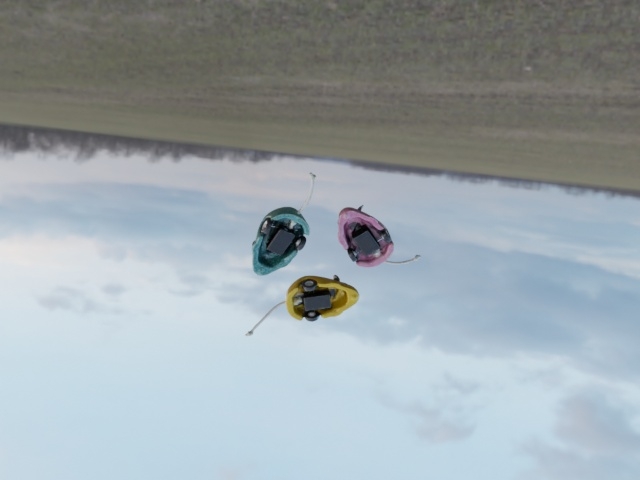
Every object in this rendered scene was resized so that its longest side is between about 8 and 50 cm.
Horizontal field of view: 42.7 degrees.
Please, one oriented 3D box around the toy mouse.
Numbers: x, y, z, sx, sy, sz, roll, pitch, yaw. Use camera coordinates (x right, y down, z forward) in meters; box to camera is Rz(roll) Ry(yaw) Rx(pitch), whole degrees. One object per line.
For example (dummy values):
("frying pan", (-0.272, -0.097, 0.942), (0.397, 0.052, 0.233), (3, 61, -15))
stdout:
("toy mouse", (0.000, 0.000, 0.679), (0.161, 0.143, 0.031), (-12, -147, -1))
